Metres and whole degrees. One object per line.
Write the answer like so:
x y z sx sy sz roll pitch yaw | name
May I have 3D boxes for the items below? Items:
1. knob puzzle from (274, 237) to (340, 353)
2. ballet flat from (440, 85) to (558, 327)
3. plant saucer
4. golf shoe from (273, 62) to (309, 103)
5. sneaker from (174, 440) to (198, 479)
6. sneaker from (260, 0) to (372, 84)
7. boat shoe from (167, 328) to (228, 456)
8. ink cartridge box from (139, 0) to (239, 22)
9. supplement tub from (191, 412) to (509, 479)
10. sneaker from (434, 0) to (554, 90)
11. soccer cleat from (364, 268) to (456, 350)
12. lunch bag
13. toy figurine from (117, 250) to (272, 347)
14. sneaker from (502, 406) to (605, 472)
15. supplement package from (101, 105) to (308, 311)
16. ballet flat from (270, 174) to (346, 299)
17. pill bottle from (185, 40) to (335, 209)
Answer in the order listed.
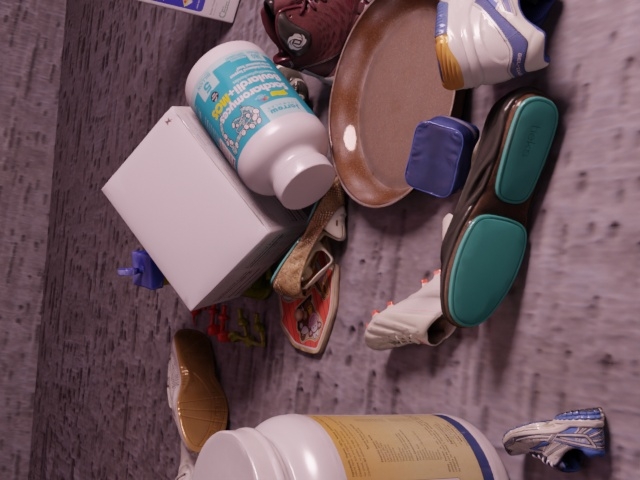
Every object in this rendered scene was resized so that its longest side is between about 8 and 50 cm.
-0.027 0.090 1.467 0.213 0.030 0.213 -17 70 58 | knob puzzle
0.196 -0.038 1.053 0.280 0.095 0.096 -70 21 5 | ballet flat
0.107 -0.196 1.266 0.311 0.050 0.310 -16 72 58 | plant saucer
-0.101 -0.191 1.602 0.272 0.105 0.120 -56 25 31 | golf shoe
-0.233 0.479 1.671 0.110 0.118 0.292 -50 43 47 | sneaker
0.003 -0.372 1.363 0.106 0.163 0.281 49 127 52 | sneaker
-0.241 0.300 1.743 0.096 0.098 0.277 -60 30 37 | boat shoe
-0.302 -0.534 1.756 0.065 0.333 0.165 52 128 50 | ink cartridge box
0.032 0.309 1.034 0.228 0.316 0.228 -17 70 59 | supplement tub
0.208 -0.291 1.074 0.112 0.131 0.296 64 -153 -53 | sneaker
0.120 0.108 1.174 0.196 0.068 0.076 -43 52 46 | soccer cleat
0.149 -0.098 1.106 0.067 0.065 0.098 24 116 25 | lunch bag
-0.260 0.086 1.687 0.363 0.217 0.191 11 94 61 | toy figurine
0.241 0.215 0.957 0.135 0.052 0.058 -37 58 53 | sneaker
-0.186 -0.055 1.498 0.204 0.145 0.261 -44 76 25 | supplement package
0.000 0.000 1.400 0.067 0.073 0.206 31 100 13 | ballet flat
-0.085 -0.169 1.384 0.264 0.146 0.146 53 132 29 | pill bottle
